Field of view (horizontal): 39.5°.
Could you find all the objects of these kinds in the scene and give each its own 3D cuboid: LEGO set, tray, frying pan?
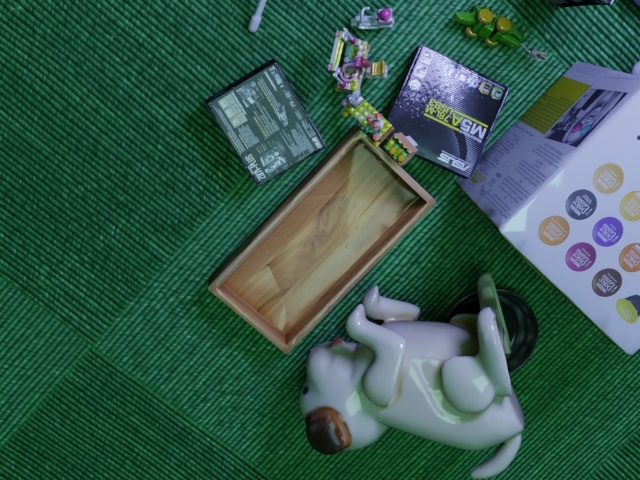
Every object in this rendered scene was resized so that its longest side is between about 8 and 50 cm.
[{"bbox_3d":[0.079,-0.267,1.548,0.132,0.107,0.286,-11,81,14],"label":"LEGO set"},{"bbox_3d":[0.000,0.000,1.690,0.203,0.076,0.411,42,98,-15],"label":"tray"},{"bbox_3d":[0.317,0.245,1.803,0.197,0.053,0.326,17,106,-8],"label":"frying pan"}]

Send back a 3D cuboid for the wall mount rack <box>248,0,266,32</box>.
[{"bbox_3d":[-0.155,-0.531,1.493,0.350,0.130,0.304,20,100,-11],"label":"wall mount rack"}]

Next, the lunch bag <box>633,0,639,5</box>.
[{"bbox_3d":[0.695,-0.446,1.532,0.221,0.293,0.138,23,65,-16],"label":"lunch bag"}]

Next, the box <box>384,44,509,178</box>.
[{"bbox_3d":[0.223,-0.232,1.623,0.191,0.045,0.184,25,88,-10],"label":"box"}]

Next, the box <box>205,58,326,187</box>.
[{"bbox_3d":[-0.098,-0.212,1.613,0.147,0.077,0.180,-32,107,4],"label":"box"}]

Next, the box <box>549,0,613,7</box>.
[{"bbox_3d":[0.463,-0.508,1.456,0.077,0.307,0.242,28,102,-6],"label":"box"}]

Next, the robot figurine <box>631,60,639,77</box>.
[{"bbox_3d":[0.702,-0.260,1.563,0.353,0.300,0.199,40,70,-45],"label":"robot figurine"}]

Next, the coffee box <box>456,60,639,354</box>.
[{"bbox_3d":[0.496,-0.070,1.575,0.338,0.338,0.334,42,100,-15],"label":"coffee box"}]

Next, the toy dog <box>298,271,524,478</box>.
[{"bbox_3d":[0.157,0.267,1.681,0.408,0.284,0.395,-12,113,14],"label":"toy dog"}]

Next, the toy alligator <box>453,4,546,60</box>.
[{"bbox_3d":[0.329,-0.383,1.617,0.190,0.056,0.051,21,63,-11],"label":"toy alligator"}]
